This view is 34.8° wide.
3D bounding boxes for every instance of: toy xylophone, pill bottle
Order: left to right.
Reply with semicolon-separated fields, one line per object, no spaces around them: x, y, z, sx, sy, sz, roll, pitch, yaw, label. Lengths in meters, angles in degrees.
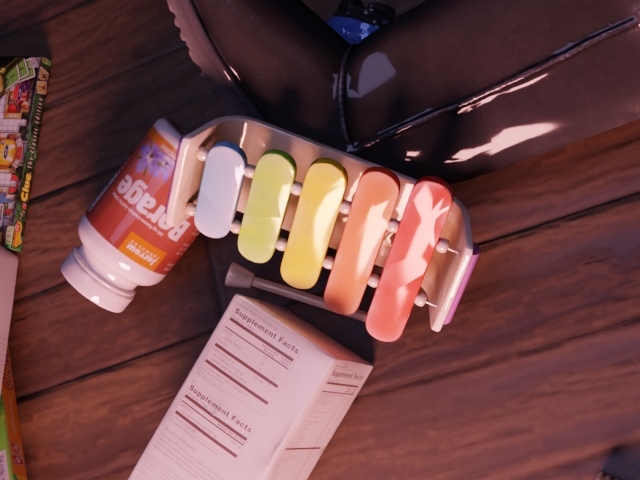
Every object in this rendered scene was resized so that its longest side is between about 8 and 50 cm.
-0.204;-0.026;1.198;0.121;0.121;0.216;41;97;23;pill bottle
0.000;0.000;1.048;0.322;0.081;0.236;15;127;10;toy xylophone

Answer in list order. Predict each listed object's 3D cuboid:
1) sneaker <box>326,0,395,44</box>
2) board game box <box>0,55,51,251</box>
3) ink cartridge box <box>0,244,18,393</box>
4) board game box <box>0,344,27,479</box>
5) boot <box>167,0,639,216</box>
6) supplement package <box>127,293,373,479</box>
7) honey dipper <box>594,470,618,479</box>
0.068;-0.223;1.160;0.152;0.058;0.085;39;104;29;sneaker
-0.439;-0.118;1.359;0.136;0.030;0.260;3;81;24;board game box
-0.468;0.168;1.243;0.165;0.065;0.333;-14;56;21;ink cartridge box
-0.432;0.219;1.253;0.124;0.039;0.259;-29;56;10;board game box
0.108;-0.224;1.000;0.445;0.146;0.367;-19;114;30;boot
-0.074;0.199;1.096;0.133;0.139;0.244;31;91;23;supplement package
0.340;0.267;0.980;0.160;0.030;0.031;20;88;21;honey dipper
